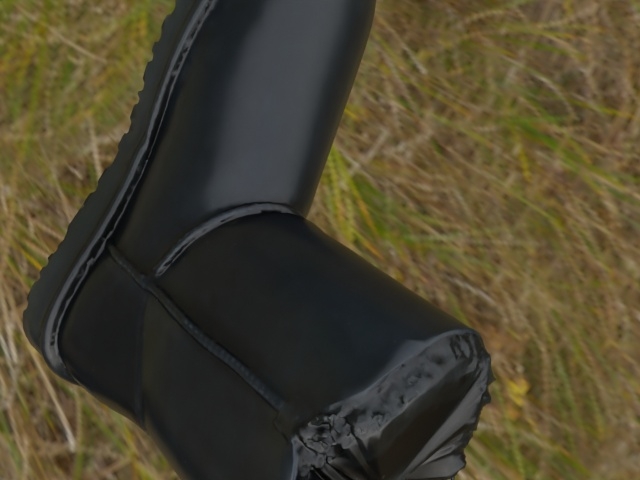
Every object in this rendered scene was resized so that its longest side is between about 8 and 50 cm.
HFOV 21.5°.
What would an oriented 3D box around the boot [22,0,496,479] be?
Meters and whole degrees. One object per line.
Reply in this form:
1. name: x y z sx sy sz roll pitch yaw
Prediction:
1. boot: 0.000 0.000 0.690 0.094 0.207 0.246 27 96 -50
